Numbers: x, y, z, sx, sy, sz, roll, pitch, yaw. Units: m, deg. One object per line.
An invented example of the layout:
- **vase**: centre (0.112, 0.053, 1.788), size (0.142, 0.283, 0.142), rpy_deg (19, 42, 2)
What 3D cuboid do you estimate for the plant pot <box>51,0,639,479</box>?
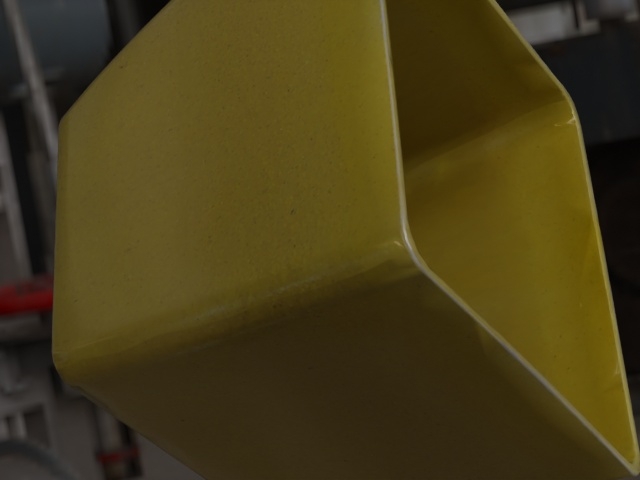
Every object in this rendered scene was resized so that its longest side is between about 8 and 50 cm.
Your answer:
- **plant pot**: centre (0.000, 0.000, 0.810), size (0.187, 0.212, 0.212), rpy_deg (-22, -39, 24)
